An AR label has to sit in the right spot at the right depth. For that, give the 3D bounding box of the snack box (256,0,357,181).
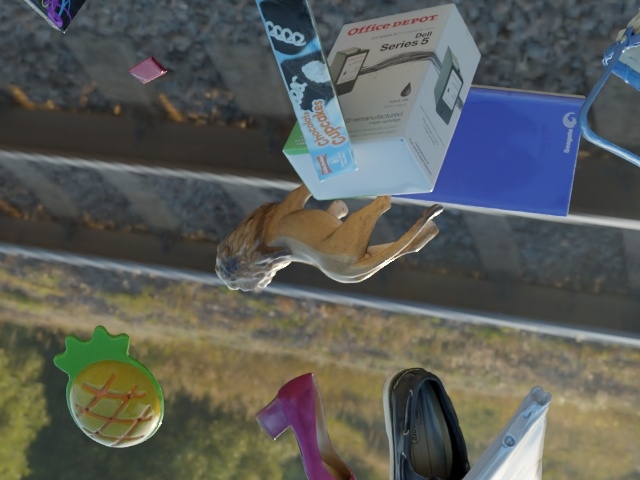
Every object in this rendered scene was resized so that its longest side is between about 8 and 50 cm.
[{"bbox_3d":[-0.029,-0.246,1.348,0.060,0.187,0.322,-17,141,3],"label":"snack box"}]

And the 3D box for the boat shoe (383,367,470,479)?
[{"bbox_3d":[0.188,0.370,1.747,0.127,0.340,0.113,-1,168,-25],"label":"boat shoe"}]

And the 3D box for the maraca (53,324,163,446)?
[{"bbox_3d":[-0.285,0.200,1.465,0.127,0.185,0.099,-19,-158,0],"label":"maraca"}]

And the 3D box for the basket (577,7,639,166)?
[{"bbox_3d":[0.526,-0.217,1.535,0.255,0.289,0.201,31,166,-11],"label":"basket"}]

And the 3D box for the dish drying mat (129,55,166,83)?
[{"bbox_3d":[-0.258,-0.253,1.616,0.032,0.008,0.083,45,155,-21],"label":"dish drying mat"}]

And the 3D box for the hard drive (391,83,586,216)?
[{"bbox_3d":[0.280,-0.161,1.868,0.319,0.210,0.040,7,-160,6],"label":"hard drive"}]

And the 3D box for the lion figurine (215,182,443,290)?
[{"bbox_3d":[0.000,0.000,1.767,0.392,0.240,0.142,4,131,53],"label":"lion figurine"}]

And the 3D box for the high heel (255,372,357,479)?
[{"bbox_3d":[0.018,0.320,1.703,0.244,0.117,0.082,49,-163,-3],"label":"high heel"}]

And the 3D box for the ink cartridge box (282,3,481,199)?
[{"bbox_3d":[0.093,-0.199,1.561,0.198,0.272,0.114,-3,139,34],"label":"ink cartridge box"}]

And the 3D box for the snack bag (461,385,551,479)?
[{"bbox_3d":[0.114,0.329,1.051,0.037,0.323,0.342,33,155,27],"label":"snack bag"}]

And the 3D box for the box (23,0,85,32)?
[{"bbox_3d":[-0.330,-0.342,1.292,0.029,0.116,0.162,23,166,37],"label":"box"}]
